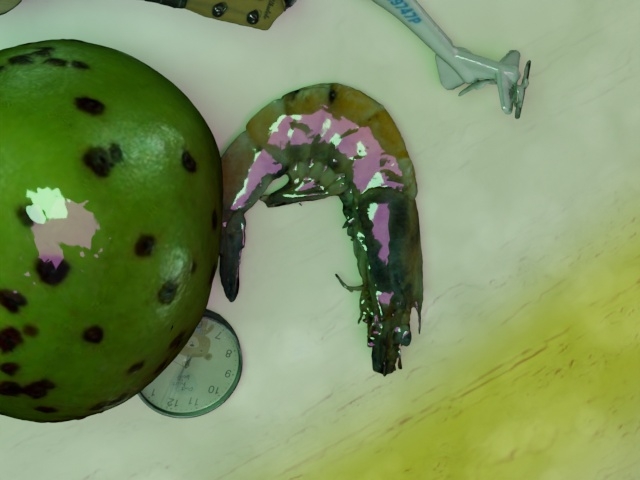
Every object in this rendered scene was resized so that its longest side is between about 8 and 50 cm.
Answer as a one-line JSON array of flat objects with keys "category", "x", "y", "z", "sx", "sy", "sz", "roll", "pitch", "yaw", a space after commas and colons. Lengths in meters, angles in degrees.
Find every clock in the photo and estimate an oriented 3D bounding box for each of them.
[{"category": "clock", "x": -0.097, "y": 0.088, "z": 0.852, "sx": 0.085, "sy": 0.017, "sz": 0.085, "roll": -4, "pitch": 107, "yaw": -14}]

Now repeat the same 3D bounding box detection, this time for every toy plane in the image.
[{"category": "toy plane", "x": 0.023, "y": -0.190, "z": 0.780, "sx": 0.273, "sy": 0.107, "sz": 0.182, "roll": 26, "pitch": 54, "yaw": -38}]

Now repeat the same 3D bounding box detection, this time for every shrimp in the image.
[{"category": "shrimp", "x": 0.000, "y": 0.000, "z": 0.839, "sx": 0.150, "sy": 0.051, "sz": 0.217, "roll": -13, "pitch": 101, "yaw": -7}]

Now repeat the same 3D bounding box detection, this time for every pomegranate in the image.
[{"category": "pomegranate", "x": -0.198, "y": -0.015, "z": 0.713, "sx": 0.286, "sy": 0.231, "sz": 0.231, "roll": 18, "pitch": 102, "yaw": 11}]

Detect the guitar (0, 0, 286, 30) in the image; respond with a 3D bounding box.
[{"category": "guitar", "x": -0.147, "y": -0.153, "z": 0.663, "sx": 0.271, "sy": 0.038, "sz": 0.084, "roll": 1, "pitch": 142, "yaw": -24}]
